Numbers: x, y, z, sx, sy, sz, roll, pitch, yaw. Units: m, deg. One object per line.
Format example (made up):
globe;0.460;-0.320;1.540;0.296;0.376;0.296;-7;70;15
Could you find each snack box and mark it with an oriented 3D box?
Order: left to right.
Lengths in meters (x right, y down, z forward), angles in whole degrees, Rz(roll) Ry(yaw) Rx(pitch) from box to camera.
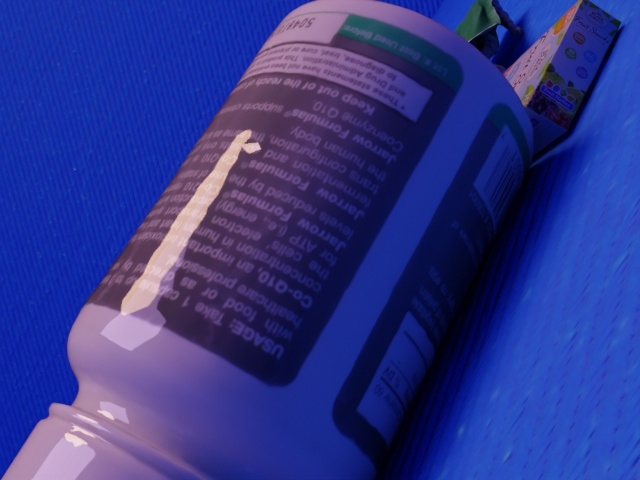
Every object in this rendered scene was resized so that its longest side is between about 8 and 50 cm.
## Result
snack box;0.152;-0.101;0.658;0.100;0.037;0.141;-61;6;-20

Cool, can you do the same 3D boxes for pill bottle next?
pill bottle;-0.026;0.041;0.564;0.361;0.204;0.204;-59;5;-21

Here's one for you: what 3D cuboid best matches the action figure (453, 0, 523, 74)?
action figure;0.174;-0.215;0.986;0.137;0.064;0.232;-57;9;35
